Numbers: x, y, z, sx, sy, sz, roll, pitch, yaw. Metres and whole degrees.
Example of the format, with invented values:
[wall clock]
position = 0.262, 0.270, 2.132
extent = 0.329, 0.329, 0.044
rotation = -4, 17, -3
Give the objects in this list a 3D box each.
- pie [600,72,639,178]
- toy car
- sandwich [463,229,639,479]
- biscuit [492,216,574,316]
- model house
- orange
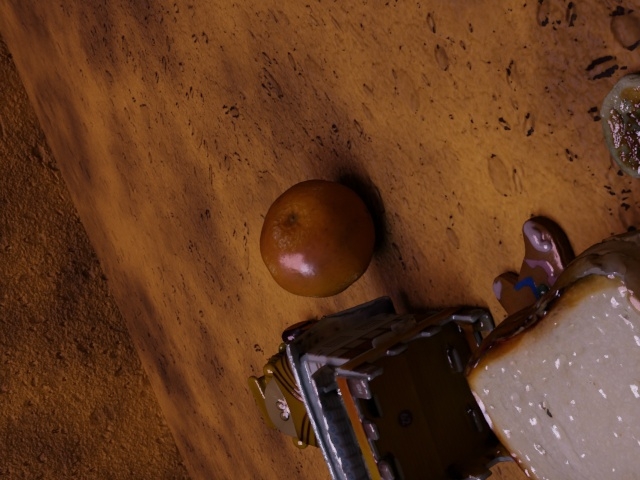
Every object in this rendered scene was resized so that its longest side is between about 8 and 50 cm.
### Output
[pie]
position = 0.248, -0.088, 0.666
extent = 0.085, 0.017, 0.085
rotation = 44, 147, 39
[toy car]
position = -0.022, 0.237, 1.345
extent = 0.200, 0.142, 0.248
rotation = 66, 157, -1
[sandwich]
position = 0.268, 0.148, 0.720
extent = 0.271, 0.099, 0.301
rotation = 55, 154, 14
[biscuit]
position = 0.220, 0.080, 0.859
extent = 0.138, 0.031, 0.205
rotation = 52, 153, 28
[model house]
position = 0.091, 0.192, 1.012
extent = 0.215, 0.198, 0.224
rotation = -9, 104, 59
[orange]
position = 0.000, 0.000, 1.100
extent = 0.134, 0.154, 0.155
rotation = 31, -174, -45
